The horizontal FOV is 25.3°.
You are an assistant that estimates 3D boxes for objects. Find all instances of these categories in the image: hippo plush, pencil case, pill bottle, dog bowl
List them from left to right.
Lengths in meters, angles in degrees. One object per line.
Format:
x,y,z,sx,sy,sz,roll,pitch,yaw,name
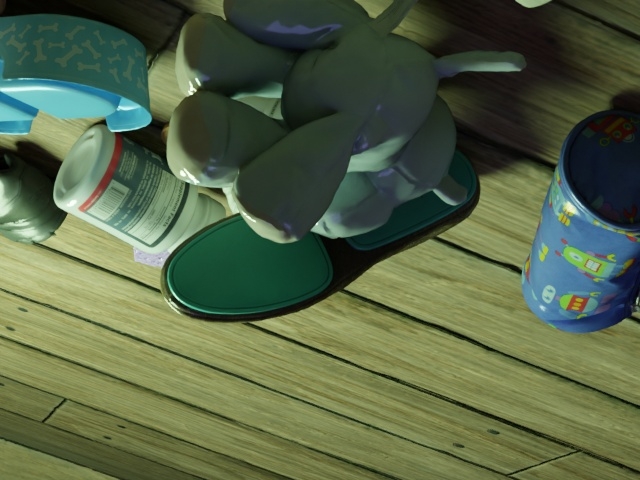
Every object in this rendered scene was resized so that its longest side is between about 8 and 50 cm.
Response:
-0.300,-0.166,1.431,0.297,0.074,0.166,1,167,31,dog bowl
-0.203,-0.047,1.631,0.180,0.108,0.108,30,153,-30,pill bottle
0.020,-0.125,1.271,0.294,0.234,0.236,-36,161,9,hippo plush
0.278,-0.005,1.404,0.133,0.119,0.306,29,159,13,pencil case

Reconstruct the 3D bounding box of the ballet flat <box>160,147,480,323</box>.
0.000,0.000,1.442,0.342,0.116,0.124,-26,173,-12,ballet flat

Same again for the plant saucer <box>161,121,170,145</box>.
-0.137,-0.106,1.576,0.083,0.013,0.083,14,156,6,plant saucer

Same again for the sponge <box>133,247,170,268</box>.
-0.141,0.021,1.838,0.210,0.031,0.117,15,156,1,sponge

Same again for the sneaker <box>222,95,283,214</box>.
-0.064,-0.071,1.513,0.118,0.110,0.292,20,149,10,sneaker

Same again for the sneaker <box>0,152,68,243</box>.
-0.451,-0.061,1.787,0.286,0.109,0.130,-9,141,27,sneaker

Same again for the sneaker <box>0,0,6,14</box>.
-0.340,-0.234,1.348,0.051,0.070,0.134,10,157,8,sneaker

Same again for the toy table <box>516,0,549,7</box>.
0.063,-0.275,0.894,0.274,0.161,0.252,23,156,-18,toy table
